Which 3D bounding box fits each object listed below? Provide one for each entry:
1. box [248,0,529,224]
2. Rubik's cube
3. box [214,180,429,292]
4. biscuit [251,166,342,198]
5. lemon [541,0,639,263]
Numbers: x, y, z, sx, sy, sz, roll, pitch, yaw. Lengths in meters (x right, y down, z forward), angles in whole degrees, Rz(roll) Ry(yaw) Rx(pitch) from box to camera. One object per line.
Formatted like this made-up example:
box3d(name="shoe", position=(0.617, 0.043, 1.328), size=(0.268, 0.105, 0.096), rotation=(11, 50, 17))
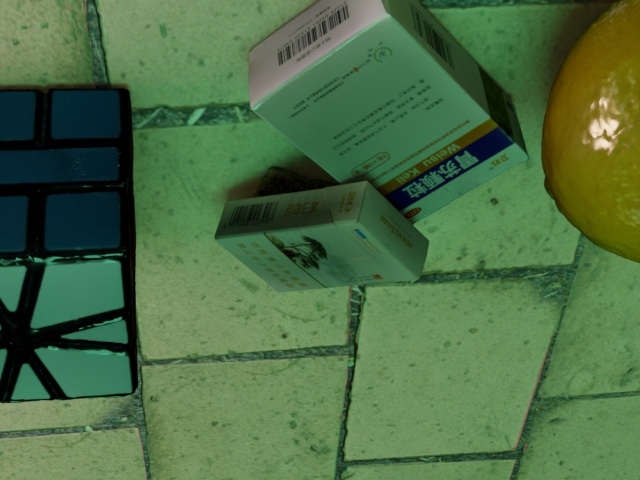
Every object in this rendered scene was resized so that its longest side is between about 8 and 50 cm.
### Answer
box3d(name="box", position=(0.083, -0.161, 1.397), size=(0.200, 0.106, 0.299), rotation=(-31, 132, 25))
box3d(name="Rubik's cube", position=(-0.360, 0.011, 1.385), size=(0.288, 0.283, 0.293), rotation=(-4, 136, -7))
box3d(name="box", position=(0.001, 0.000, 1.489), size=(0.233, 0.067, 0.149), rotation=(-6, 148, 37))
box3d(name="biscuit", position=(0.011, -0.026, 1.592), size=(0.231, 0.025, 0.131), rotation=(13, 134, -22))
box3d(name="lemon", position=(0.410, -0.127, 1.328), size=(0.364, 0.364, 0.364), rotation=(-5, 137, -4))
